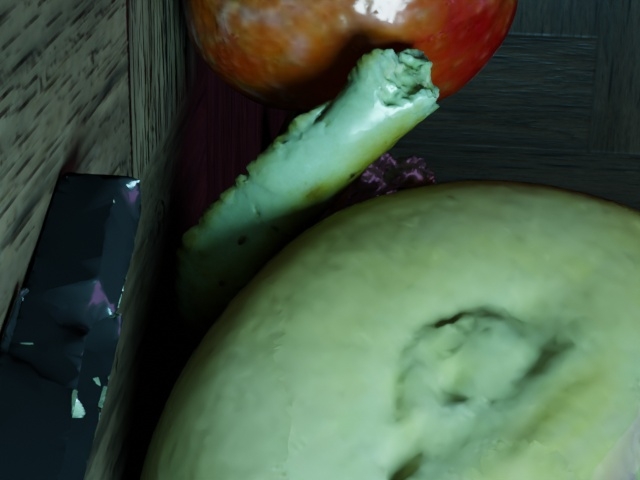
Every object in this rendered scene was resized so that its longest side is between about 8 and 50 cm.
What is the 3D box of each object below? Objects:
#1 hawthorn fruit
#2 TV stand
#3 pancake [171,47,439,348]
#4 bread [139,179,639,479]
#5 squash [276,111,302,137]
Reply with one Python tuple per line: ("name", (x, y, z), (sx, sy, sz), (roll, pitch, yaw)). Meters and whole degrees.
("hawthorn fruit", (0.048, -0.188, 0.890), (0.242, 0.271, 0.242), (11, 90, -75))
("TV stand", (-0.106, 0.064, 0.556), (0.249, 0.036, 0.042), (-83, 173, -47))
("pancake", (0.002, 0.005, 0.935), (0.054, 0.197, 0.376), (56, -22, 18))
("bread", (0.048, 0.151, 0.874), (0.348, 0.253, 0.376), (-36, 151, -23))
("squash", (-0.011, -0.042, 1.511), (0.292, 0.082, 0.082), (84, 10, -56))
